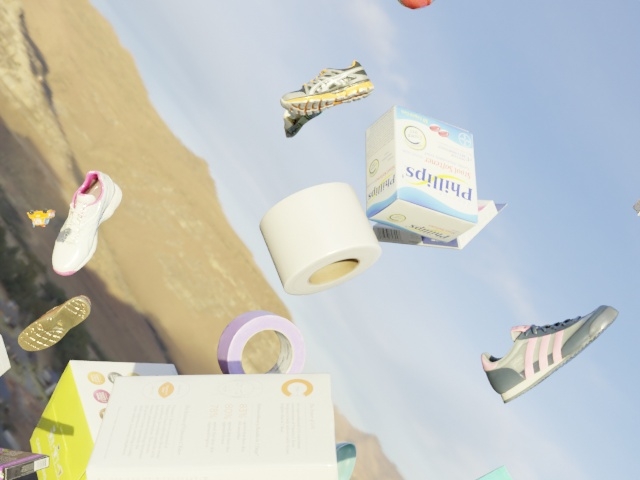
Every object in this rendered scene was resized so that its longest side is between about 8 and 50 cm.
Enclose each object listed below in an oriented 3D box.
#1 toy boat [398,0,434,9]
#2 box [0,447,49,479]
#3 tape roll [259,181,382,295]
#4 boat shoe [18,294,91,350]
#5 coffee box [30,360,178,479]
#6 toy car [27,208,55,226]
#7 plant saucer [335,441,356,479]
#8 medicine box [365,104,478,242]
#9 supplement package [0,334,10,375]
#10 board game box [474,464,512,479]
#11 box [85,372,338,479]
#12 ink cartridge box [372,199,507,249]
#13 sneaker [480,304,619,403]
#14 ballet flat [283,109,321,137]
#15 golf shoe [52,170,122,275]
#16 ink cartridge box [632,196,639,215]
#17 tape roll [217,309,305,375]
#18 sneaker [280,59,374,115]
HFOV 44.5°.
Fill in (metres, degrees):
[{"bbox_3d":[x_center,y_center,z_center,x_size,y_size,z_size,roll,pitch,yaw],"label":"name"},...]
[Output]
[{"bbox_3d":[0.228,-0.653,1.796,0.151,0.151,0.231,11,-39,55],"label":"toy boat"},{"bbox_3d":[-0.647,0.447,1.571,0.116,0.162,0.029,3,89,-65],"label":"box"},{"bbox_3d":[0.000,0.000,1.814,0.246,0.246,0.169,76,-9,-69],"label":"tape roll"},{"bbox_3d":[-0.580,0.181,1.724,0.064,0.178,0.060,56,1,-14],"label":"boat shoe"},{"bbox_3d":[-0.574,0.577,2.193,0.334,0.338,0.337,11,33,-40],"label":"coffee box"},{"bbox_3d":[-0.635,-0.048,1.794,0.122,0.060,0.040,169,-84,-76],"label":"toy car"},{"bbox_3d":[-0.029,0.559,1.662,0.044,0.317,0.317,29,-18,23],"label":"plant saucer"},{"bbox_3d":[0.267,-0.172,2.078,0.263,0.289,0.149,15,-30,-26],"label":"medicine box"},{"bbox_3d":[-0.852,0.305,1.871,0.105,0.179,0.105,9,-59,20],"label":"supplement package"},{"bbox_3d":[0.148,0.387,1.065,0.047,0.210,0.160,61,-24,20],"label":"board game box"},{"bbox_3d":[-0.151,0.331,1.189,0.215,0.345,0.168,-94,-176,-63],"label":"box"},{"bbox_3d":[0.394,-0.083,2.573,0.324,0.330,0.071,5,-58,40],"label":"ink cartridge box"},{"bbox_3d":[0.482,0.216,1.686,0.131,0.319,0.112,55,20,18],"label":"sneaker"},{"bbox_3d":[-0.060,-0.325,2.026,0.070,0.070,0.188,53,-37,-4],"label":"ballet flat"},{"bbox_3d":[-0.655,-0.055,2.131,0.115,0.306,0.140,15,-24,11],"label":"golf shoe"},{"bbox_3d":[0.737,-0.066,1.638,0.143,0.092,0.090,24,24,-14],"label":"ink cartridge box"},{"bbox_3d":[-0.135,0.258,1.790,0.189,0.189,0.080,55,-19,-18],"label":"tape roll"},{"bbox_3d":[0.009,-0.343,1.764,0.084,0.215,0.083,131,-58,-76],"label":"sneaker"}]
